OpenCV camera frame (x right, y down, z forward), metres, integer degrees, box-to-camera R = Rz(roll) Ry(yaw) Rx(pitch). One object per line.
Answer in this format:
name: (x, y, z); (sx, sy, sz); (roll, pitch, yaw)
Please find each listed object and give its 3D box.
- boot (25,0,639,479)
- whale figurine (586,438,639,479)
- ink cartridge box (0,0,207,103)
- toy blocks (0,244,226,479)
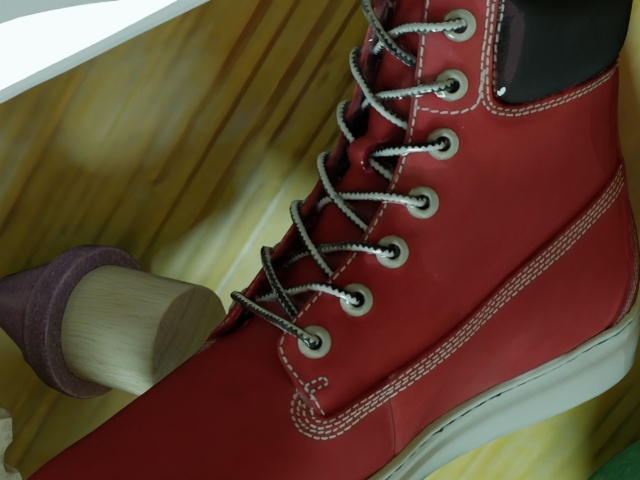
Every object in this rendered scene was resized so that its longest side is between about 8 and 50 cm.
boot: (0.000, 0.000, 0.576); (0.244, 0.088, 0.176); (-29, 130, -30)
whale figurine: (0.192, 0.144, 0.721); (0.272, 0.141, 0.216); (12, 129, -37)
ink cartridge box: (-0.093, -0.123, 0.473); (0.283, 0.207, 0.117); (-24, 119, 18)
toy blocks: (-0.191, 0.142, 0.691); (0.260, 0.309, 0.289); (11, 119, 35)
